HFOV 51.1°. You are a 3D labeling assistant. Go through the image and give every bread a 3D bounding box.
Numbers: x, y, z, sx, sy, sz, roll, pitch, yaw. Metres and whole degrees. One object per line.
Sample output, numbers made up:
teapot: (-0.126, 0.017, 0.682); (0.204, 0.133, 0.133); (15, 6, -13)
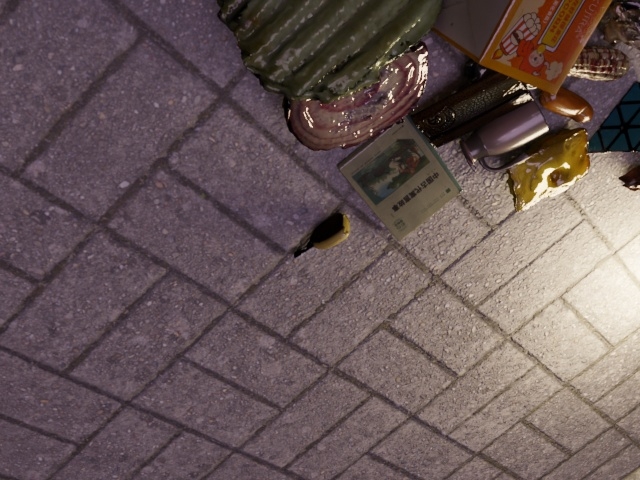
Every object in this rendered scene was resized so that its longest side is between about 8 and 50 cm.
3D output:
bread: (0.559, -0.184, 1.661); (0.233, 0.088, 0.161); (-23, 133, -5)

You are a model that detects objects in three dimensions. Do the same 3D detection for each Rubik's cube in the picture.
Rubik's cube: (0.797, -0.301, 1.664); (0.190, 0.211, 0.178); (-3, 99, -37)

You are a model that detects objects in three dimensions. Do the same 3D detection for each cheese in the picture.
cheese: (0.000, -0.001, 1.614); (0.162, 0.086, 0.036); (-31, 123, 23)

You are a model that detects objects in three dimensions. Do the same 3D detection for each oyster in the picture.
oyster: (0.797, -0.477, 1.501); (0.336, 0.133, 0.198); (-9, 127, -8)

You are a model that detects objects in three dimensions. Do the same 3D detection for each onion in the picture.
onion: (0.053, -0.311, 1.377); (0.314, 0.146, 0.280); (-22, 156, -11)

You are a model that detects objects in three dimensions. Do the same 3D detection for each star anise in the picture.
star anise: (0.909, -0.176, 1.777); (0.212, 0.111, 0.196); (-38, 134, 1)

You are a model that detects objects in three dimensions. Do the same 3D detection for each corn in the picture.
corn: (0.601, -0.396, 1.501); (0.237, 0.079, 0.080); (-9, 128, -32)

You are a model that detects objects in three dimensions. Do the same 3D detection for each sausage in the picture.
sausage: (0.583, -0.325, 1.587); (0.183, 0.054, 0.062); (13, 151, -28)

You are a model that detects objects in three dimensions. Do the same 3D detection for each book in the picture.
book: (0.195, -0.148, 1.602); (0.215, 0.025, 0.282); (-39, 125, 9)

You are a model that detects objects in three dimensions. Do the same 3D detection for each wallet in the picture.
wallet: (0.336, -0.290, 1.481); (0.243, 0.039, 0.133); (-24, 146, 26)

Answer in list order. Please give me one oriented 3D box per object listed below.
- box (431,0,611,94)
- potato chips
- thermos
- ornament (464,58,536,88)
box: (0.368, -0.463, 1.217); (0.213, 0.260, 0.284); (9, 121, -30)
potato chips: (0.020, -0.454, 1.206); (0.429, 0.070, 0.358); (-43, 95, 0)
thermos: (0.426, -0.235, 1.558); (0.193, 0.105, 0.137); (-31, 103, 10)
ornament: (0.422, -0.449, 1.431); (0.202, 0.080, 0.236); (-1, 127, -22)
